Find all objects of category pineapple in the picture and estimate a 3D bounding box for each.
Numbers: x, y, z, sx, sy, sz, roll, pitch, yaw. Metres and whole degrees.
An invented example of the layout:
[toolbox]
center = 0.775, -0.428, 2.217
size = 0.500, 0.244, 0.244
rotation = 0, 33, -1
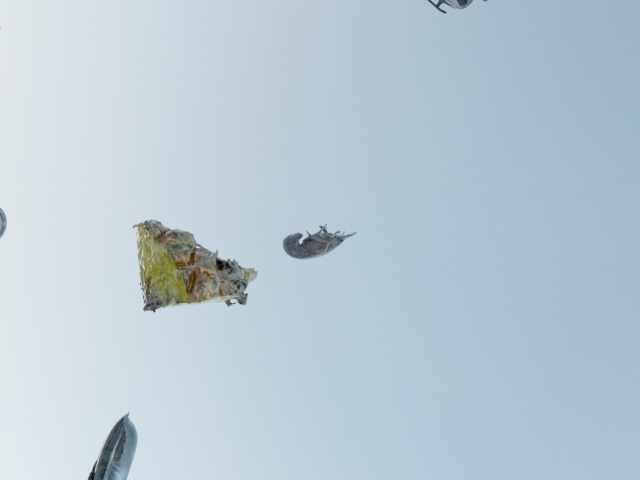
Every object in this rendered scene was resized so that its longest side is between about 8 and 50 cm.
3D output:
[pineapple]
center = -0.100, 0.034, 0.622
size = 0.114, 0.114, 0.077
rotation = 35, -75, 47

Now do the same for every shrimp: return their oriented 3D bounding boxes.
[shrimp]
center = 0.000, 0.000, 1.594
size = 0.065, 0.165, 0.056
rotation = 69, -20, 7

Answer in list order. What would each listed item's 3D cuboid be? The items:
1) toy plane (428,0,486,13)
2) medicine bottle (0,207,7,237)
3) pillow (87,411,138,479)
[toy plane]
center = 0.168, -0.409, 1.122
size = 0.197, 0.053, 0.078
rotation = 44, -14, 3
[medicine bottle]
center = -0.485, -0.045, 0.982
size = 0.199, 0.057, 0.058
rotation = 19, -51, 36
[pillow]
center = -0.317, 0.341, 1.167
size = 0.055, 0.136, 0.091
rotation = 4, -31, 21
